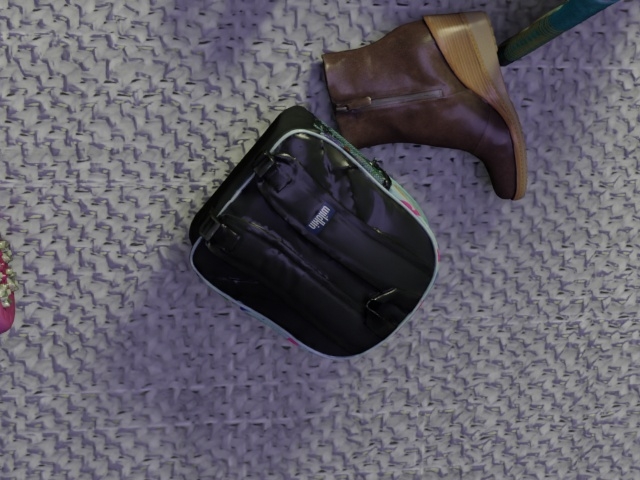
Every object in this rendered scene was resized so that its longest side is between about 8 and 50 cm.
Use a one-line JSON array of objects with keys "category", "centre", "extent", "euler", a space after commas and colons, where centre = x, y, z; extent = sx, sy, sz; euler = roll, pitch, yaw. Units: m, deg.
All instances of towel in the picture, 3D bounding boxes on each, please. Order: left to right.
[{"category": "towel", "centre": [0.339, -0.297, 1.343], "extent": [0.271, 0.370, 0.040], "euler": [-34, 93, -7]}]

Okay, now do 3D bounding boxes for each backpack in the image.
[{"category": "backpack", "centre": [0.000, 0.000, 1.397], "extent": [0.253, 0.191, 0.225], "euler": [37, 102, -12]}]

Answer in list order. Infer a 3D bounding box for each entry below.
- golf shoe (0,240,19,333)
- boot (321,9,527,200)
[{"category": "golf shoe", "centre": [-0.432, -0.028, 1.332], "extent": [0.140, 0.115, 0.306], "euler": [-23, 100, 1]}, {"category": "boot", "centre": [0.126, -0.139, 1.480], "extent": [0.207, 0.090, 0.248], "euler": [-18, 107, 1]}]
